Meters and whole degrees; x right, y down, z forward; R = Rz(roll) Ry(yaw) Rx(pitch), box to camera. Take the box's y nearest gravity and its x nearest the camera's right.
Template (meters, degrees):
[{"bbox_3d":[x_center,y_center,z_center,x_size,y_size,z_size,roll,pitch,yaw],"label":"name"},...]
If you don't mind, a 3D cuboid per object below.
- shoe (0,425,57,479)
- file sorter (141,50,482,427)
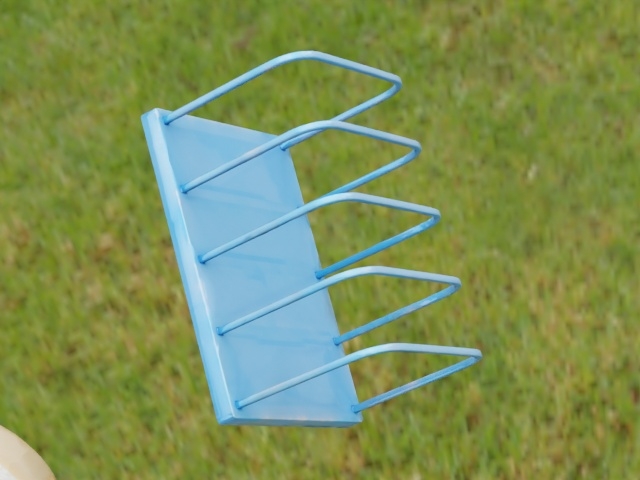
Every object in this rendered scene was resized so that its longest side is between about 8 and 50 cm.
[{"bbox_3d":[-0.185,0.071,0.639,0.219,0.076,0.058,11,43,29],"label":"shoe"},{"bbox_3d":[0.000,0.000,1.033,0.104,0.118,0.170,-25,71,29],"label":"file sorter"}]
